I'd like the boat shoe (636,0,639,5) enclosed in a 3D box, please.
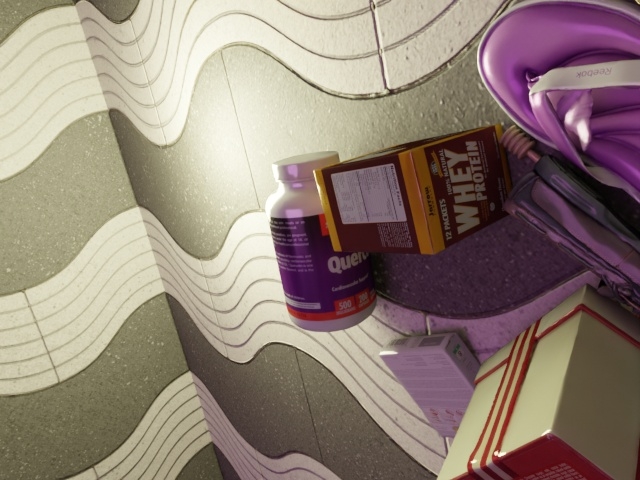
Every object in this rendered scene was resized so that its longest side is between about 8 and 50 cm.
[{"bbox_3d":[0.358,-0.205,0.429,0.152,0.056,0.049,52,147,21],"label":"boat shoe"}]

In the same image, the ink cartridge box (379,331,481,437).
[{"bbox_3d":[0.237,0.275,0.879,0.224,0.056,0.181,51,146,-10],"label":"ink cartridge box"}]

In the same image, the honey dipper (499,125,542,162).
[{"bbox_3d":[0.299,-0.088,0.599,0.160,0.030,0.030,47,140,21],"label":"honey dipper"}]

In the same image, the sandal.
[{"bbox_3d":[0.320,-0.121,0.486,0.416,0.102,0.169,49,141,25],"label":"sandal"}]

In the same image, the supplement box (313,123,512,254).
[{"bbox_3d":[0.134,-0.072,0.679,0.194,0.191,0.129,1,109,53],"label":"supplement box"}]

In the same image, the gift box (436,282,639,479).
[{"bbox_3d":[0.328,0.245,0.556,0.276,0.258,0.255,39,138,5],"label":"gift box"}]

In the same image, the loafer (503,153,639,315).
[{"bbox_3d":[0.329,0.019,0.537,0.267,0.096,0.084,51,123,16],"label":"loafer"}]

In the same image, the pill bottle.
[{"bbox_3d":[0.000,0.000,0.905,0.182,0.182,0.322,11,118,50],"label":"pill bottle"}]
